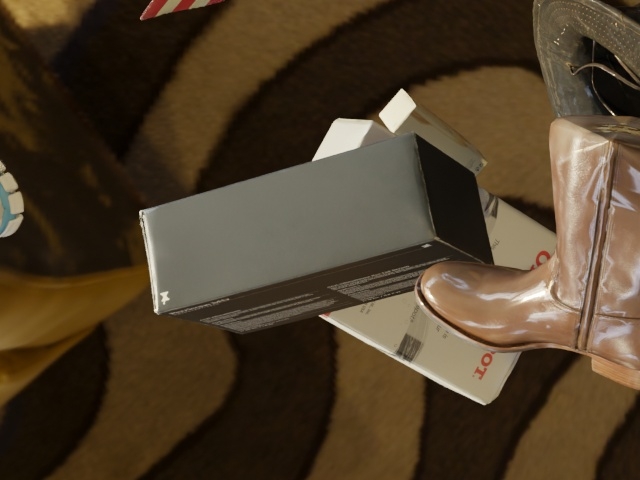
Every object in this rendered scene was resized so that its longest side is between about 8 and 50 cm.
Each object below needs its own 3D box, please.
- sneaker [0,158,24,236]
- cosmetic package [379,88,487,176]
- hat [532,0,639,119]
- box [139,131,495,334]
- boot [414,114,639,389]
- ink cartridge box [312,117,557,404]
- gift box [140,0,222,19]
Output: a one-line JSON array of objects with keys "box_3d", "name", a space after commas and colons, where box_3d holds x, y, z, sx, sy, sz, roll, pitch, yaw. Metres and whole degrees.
[{"box_3d": [-0.305, -0.074, 1.235, 0.071, 0.083, 0.190, -39, 88, 38], "name": "sneaker"}, {"box_3d": [0.125, -0.113, 1.811, 0.115, 0.060, 0.041, 35, 102, -28], "name": "cosmetic package"}, {"box_3d": [0.367, -0.169, 1.761, 0.134, 0.331, 0.331, -40, 85, -13], "name": "hat"}, {"box_3d": [0.000, 0.000, 1.459, 0.261, 0.184, 0.103, -15, 78, 18], "name": "box"}, {"box_3d": [0.079, -0.005, 0.564, 0.106, 0.037, 0.114, 15, 141, 21], "name": "boot"}, {"box_3d": [0.098, 0.023, 1.727, 0.273, 0.114, 0.197, 30, 86, -19], "name": "ink cartridge box"}, {"box_3d": [-0.077, -0.297, 0.946, 0.258, 0.276, 0.255, 36, 133, 27], "name": "gift box"}]
